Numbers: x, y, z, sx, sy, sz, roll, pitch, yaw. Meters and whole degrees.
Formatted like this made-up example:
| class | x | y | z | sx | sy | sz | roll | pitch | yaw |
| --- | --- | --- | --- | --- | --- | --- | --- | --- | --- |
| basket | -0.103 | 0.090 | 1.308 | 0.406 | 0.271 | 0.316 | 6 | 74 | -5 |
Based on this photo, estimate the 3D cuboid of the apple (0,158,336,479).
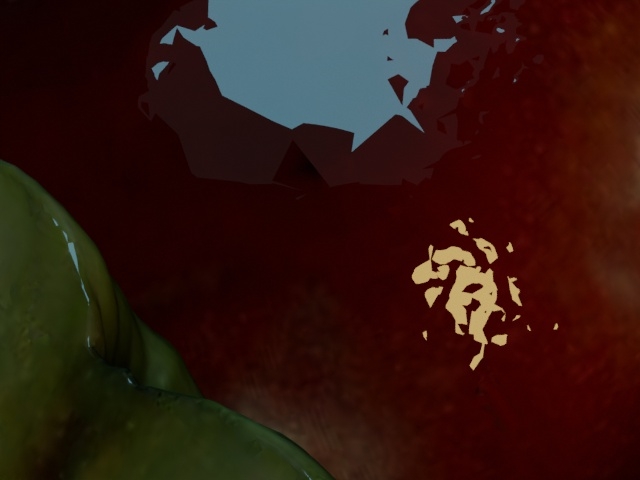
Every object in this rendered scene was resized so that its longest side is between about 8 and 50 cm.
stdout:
| class | x | y | z | sx | sy | sz | roll | pitch | yaw |
| --- | --- | --- | --- | --- | --- | --- | --- | --- | --- |
| apple | -0.116 | 0.176 | 0.496 | 0.360 | 0.320 | 0.311 | -55 | 7 | 1 |

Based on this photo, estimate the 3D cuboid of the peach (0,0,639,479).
| class | x | y | z | sx | sy | sz | roll | pitch | yaw |
| --- | --- | --- | --- | --- | --- | --- | --- | --- | --- |
| peach | -0.016 | -0.015 | 0.753 | 0.406 | 0.310 | 0.335 | 6 | 39 | 45 |
